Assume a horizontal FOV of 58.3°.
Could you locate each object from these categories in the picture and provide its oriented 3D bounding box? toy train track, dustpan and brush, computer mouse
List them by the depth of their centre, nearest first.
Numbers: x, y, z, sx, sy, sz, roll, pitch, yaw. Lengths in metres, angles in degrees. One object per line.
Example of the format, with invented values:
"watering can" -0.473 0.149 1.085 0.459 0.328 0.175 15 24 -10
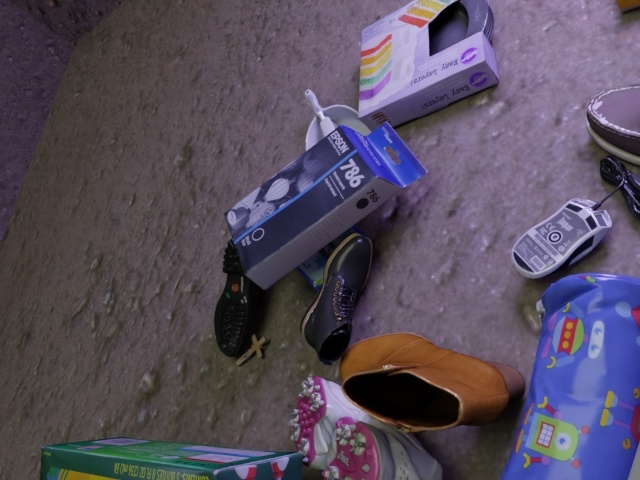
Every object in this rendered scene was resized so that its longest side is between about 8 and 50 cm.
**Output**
"computer mouse" 0.333 -0.018 0.742 0.193 0.042 0.106 -39 48 10
"toy train track" -0.125 0.206 1.060 0.083 0.014 0.048 -44 49 23
"dustpan and brush" 0.013 -0.238 1.172 0.147 0.060 0.211 -39 44 19

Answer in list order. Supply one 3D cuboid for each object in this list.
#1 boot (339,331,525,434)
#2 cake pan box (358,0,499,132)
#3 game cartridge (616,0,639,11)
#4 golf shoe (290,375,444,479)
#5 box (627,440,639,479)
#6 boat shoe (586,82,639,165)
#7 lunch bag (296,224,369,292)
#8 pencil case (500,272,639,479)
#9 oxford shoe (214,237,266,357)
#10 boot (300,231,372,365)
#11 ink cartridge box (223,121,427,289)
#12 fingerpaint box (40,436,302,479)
"boot" 0.086 0.171 0.717 0.295 0.211 0.104 -3 82 41
"cake pan box" 0.196 -0.348 1.064 0.266 0.070 0.246 -17 56 35
"game cartridge" 0.585 -0.489 0.791 0.323 0.052 0.286 -8 60 41
"golf shoe" 0.050 0.275 0.784 0.306 0.140 0.115 21 93 71
"box" 0.364 0.155 0.387 0.215 0.168 0.346 28 119 49
"boat shoe" 0.452 -0.137 0.658 0.117 0.096 0.324 -57 41 0
"lunch bag" 0.000 0.000 1.015 0.129 0.096 0.151 -45 57 5
"pencil case" 0.273 0.181 0.610 0.133 0.119 0.306 4 68 42
"oxford shoe" -0.140 0.111 1.090 0.082 0.096 0.227 15 94 34
"boot" 0.041 0.091 0.891 0.137 0.076 0.198 -139 70 -76
"ink cartridge box" -0.002 -0.077 0.957 0.332 0.065 0.165 -36 46 7
"fingerpaint box" -0.234 0.485 0.802 0.444 0.163 0.371 -11 75 39
